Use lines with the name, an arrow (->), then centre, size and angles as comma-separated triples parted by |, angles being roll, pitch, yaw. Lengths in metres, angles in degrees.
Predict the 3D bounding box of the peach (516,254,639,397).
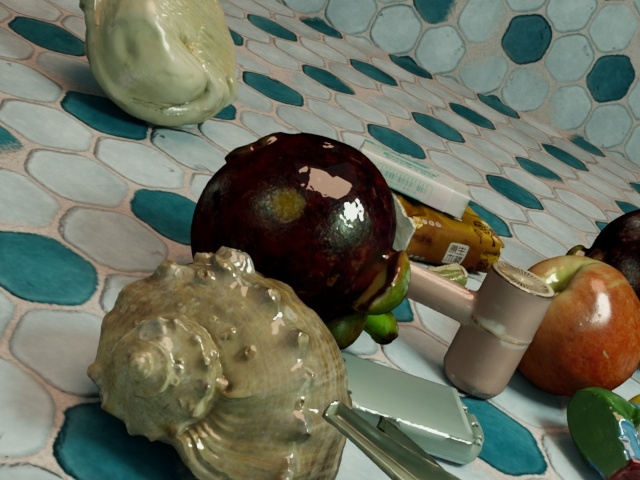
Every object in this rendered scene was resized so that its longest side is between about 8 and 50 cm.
peach -> 0.406, 0.151, 1.668 | 0.257, 0.232, 0.232 | 63, 0, -34

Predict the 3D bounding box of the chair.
chair -> 0.114, 0.301, 1.009 | 0.274, 0.203, 0.190 | 33, 10, 28

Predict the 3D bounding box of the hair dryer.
hair dryer -> 0.153, 0.083, 1.564 | 0.344, 0.189, 0.107 | 26, 20, 5

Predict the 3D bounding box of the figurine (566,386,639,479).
figurine -> 0.482, 0.300, 1.541 | 0.234, 0.127, 0.185 | 24, 24, -36

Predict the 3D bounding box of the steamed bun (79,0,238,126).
steamed bun -> -0.324, -0.372, 1.962 | 0.339, 0.247, 0.352 | 32, 43, -61

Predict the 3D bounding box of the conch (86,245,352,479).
conch -> -0.068, 0.146, 1.159 | 0.352, 0.210, 0.297 | -7, 55, -48

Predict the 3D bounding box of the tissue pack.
tissue pack -> 0.213, -0.023, 1.997 | 0.226, 0.092, 0.183 | 14, 23, -33

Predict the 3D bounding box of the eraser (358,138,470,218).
eraser -> 0.170, -0.117, 1.968 | 0.225, 0.052, 0.095 | 24, 17, -1

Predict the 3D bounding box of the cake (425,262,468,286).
cake -> 0.187, 0.074, 1.836 | 0.140, 0.055, 0.051 | -4, 35, -23

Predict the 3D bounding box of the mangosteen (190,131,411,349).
mangosteen -> -0.025, 0.001, 1.424 | 0.311, 0.311, 0.311 | 23, 22, -10

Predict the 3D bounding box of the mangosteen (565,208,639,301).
mangosteen -> 0.604, 0.092, 1.966 | 0.297, 0.313, 0.297 | 19, 59, -34

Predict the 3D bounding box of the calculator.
calculator -> 0.106, 0.219, 1.383 | 0.246, 0.045, 0.141 | 20, 23, -16
